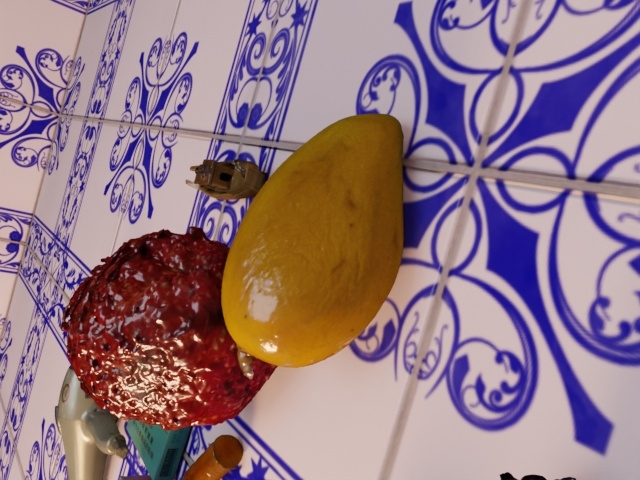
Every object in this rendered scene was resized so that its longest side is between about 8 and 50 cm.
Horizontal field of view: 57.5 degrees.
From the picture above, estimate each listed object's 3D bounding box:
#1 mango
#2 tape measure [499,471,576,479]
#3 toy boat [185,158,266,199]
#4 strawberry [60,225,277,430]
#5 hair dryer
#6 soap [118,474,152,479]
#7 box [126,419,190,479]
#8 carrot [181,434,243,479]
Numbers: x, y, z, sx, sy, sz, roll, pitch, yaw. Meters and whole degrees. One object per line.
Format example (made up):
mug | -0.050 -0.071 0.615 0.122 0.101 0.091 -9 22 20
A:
mango | 0.000 0.000 0.613 0.177 0.119 0.316 18 77 21
tape measure | 0.159 0.314 0.329 0.260 0.114 0.253 37 109 51
toy boat | -0.159 -0.099 0.920 0.206 0.072 0.064 8 83 53
strawberry | -0.169 0.097 0.718 0.220 0.274 0.274 122 148 -63
hair dryer | -0.413 0.397 1.060 0.298 0.119 0.295 39 122 53
soap | -0.264 0.506 0.852 0.181 0.081 0.259 13 90 55
box | -0.249 0.244 0.951 0.162 0.041 0.229 28 101 53
carrot | -0.156 0.319 0.804 0.139 0.048 0.048 -50 43 34
